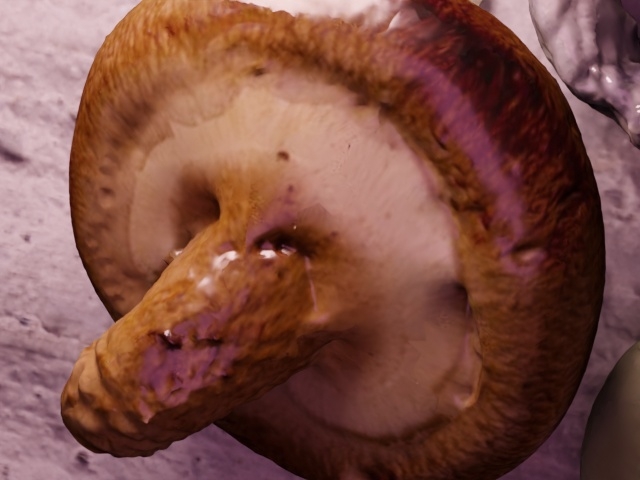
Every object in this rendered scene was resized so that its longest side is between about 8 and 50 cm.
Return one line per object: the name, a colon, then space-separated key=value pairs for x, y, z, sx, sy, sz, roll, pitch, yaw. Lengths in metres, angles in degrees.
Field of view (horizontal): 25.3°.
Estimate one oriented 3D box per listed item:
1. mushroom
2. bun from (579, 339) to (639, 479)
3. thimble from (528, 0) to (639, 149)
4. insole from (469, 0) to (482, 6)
mushroom: x=0.007 y=-0.011 z=0.856 sx=0.345 sy=0.239 sz=0.345 roll=-2 pitch=125 yaw=-3
bun: x=0.305 y=0.169 z=0.860 sx=0.187 sy=0.293 sz=0.293 roll=-24 pitch=100 yaw=-26
thimble: x=0.231 y=-0.173 z=0.817 sx=0.217 sy=0.157 sz=0.245 roll=34 pitch=104 yaw=3
insole: x=0.038 y=-0.111 z=0.933 sx=0.063 sy=0.010 sz=0.192 roll=40 pitch=106 yaw=-1
